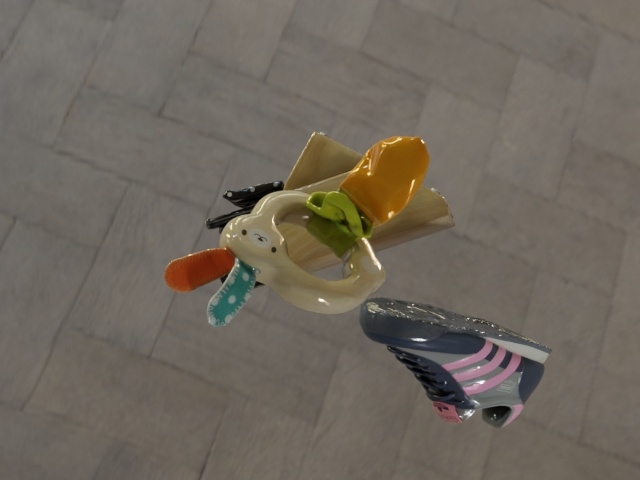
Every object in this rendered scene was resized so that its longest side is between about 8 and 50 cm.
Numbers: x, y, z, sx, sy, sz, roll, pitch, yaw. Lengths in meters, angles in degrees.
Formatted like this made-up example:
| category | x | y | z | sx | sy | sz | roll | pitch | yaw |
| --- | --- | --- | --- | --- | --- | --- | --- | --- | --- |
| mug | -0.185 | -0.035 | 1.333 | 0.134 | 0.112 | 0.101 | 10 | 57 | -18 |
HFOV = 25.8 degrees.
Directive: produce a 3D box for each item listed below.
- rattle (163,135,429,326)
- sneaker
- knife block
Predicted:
| category | x | y | z | sx | sy | sz | roll | pitch | yaw |
| --- | --- | --- | --- | --- | --- | --- | --- | --- | --- |
| rattle | -0.013 | -0.010 | 1.145 | 0.199 | 0.142 | 0.130 | 0 | 67 | -42 |
| sneaker | 0.155 | 0.153 | 1.662 | 0.319 | 0.112 | 0.131 | 18 | 95 | -42 |
| knife block | 0.000 | 0.000 | 1.770 | 0.275 | 0.088 | 0.242 | 27 | 89 | 13 |
